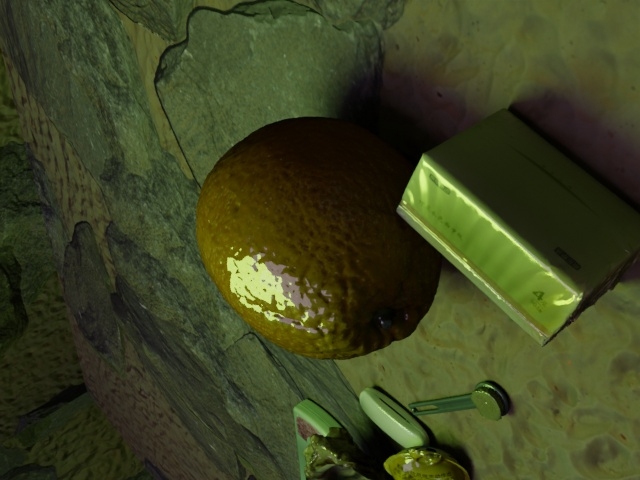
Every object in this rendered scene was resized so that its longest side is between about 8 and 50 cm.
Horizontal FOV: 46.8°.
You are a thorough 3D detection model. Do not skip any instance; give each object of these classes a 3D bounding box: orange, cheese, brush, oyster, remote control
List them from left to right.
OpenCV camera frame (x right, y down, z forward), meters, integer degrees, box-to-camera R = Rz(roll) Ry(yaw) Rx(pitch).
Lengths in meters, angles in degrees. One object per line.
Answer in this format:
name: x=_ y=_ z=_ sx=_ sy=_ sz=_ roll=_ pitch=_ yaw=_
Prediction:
orange: x=0.000 y=0.000 z=1.013 sx=0.322 sy=0.321 sz=0.357 roll=93 pitch=153 yaw=-43
remote control: x=0.005 y=0.522 z=1.726 sx=0.145 sy=0.050 sz=0.344 roll=33 pitch=140 yaw=37
oyster: x=0.059 y=0.480 z=1.504 sx=0.221 sy=0.096 sz=0.361 roll=-20 pitch=129 yaw=36
cheese: x=0.194 y=0.440 z=1.348 sx=0.156 sy=0.064 sz=0.250 roll=5 pitch=138 yaw=15
brush: x=0.217 y=0.277 z=1.233 sx=0.062 sy=0.027 sz=0.266 roll=58 pitch=149 yaw=1

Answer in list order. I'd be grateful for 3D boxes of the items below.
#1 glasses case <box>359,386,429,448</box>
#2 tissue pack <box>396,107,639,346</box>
glasses case: x=0.137 y=0.337 z=1.385 sx=0.164 sy=0.041 sz=0.063 roll=35 pitch=141 yaw=34
tissue pack: x=0.229 y=-0.021 z=0.833 sx=0.234 sy=0.159 sz=0.125 roll=46 pitch=147 yaw=22
